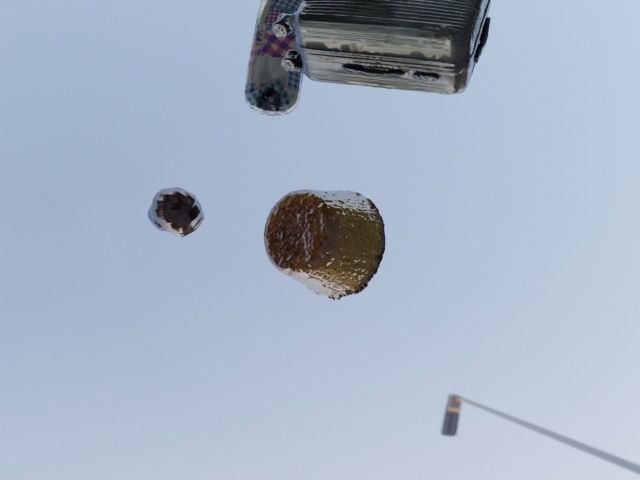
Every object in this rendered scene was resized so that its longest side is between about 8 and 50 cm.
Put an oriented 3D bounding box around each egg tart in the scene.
[{"bbox_3d":[0.000,0.000,1.021,0.171,0.215,0.215,12,-96,-53],"label":"egg tart"}]

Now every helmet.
[{"bbox_3d":[-0.299,-0.069,1.127,0.123,0.070,0.098,24,-122,10],"label":"helmet"}]

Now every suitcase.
[{"bbox_3d":[0.101,-0.339,0.860,0.312,0.128,0.202,13,-121,18],"label":"suitcase"}]

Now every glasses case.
[{"bbox_3d":[-0.094,-0.434,1.264,0.125,0.076,0.327,7,-107,-1],"label":"glasses case"}]
